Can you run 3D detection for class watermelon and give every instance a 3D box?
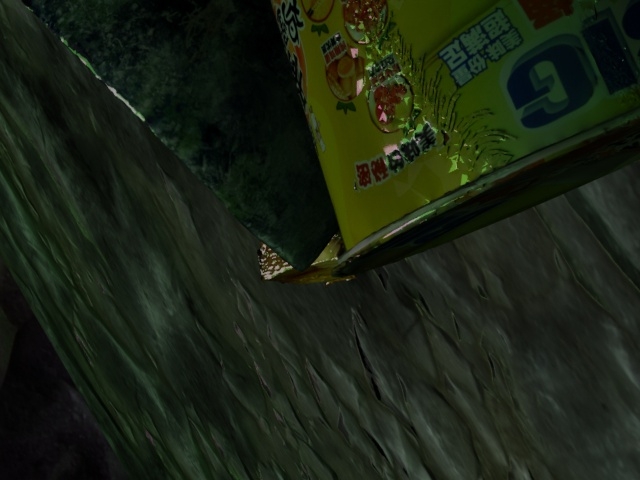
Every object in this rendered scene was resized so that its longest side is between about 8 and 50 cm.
[{"bbox_3d":[-0.078,-0.135,1.058,0.318,0.148,0.226,47,178,-2],"label":"watermelon"}]

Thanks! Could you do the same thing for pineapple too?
[{"bbox_3d":[0.000,0.000,1.093,0.114,0.077,0.114,7,129,50],"label":"pineapple"}]

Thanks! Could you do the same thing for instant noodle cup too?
[{"bbox_3d":[0.072,-0.092,0.634,0.153,0.205,0.205,69,161,7],"label":"instant noodle cup"}]
